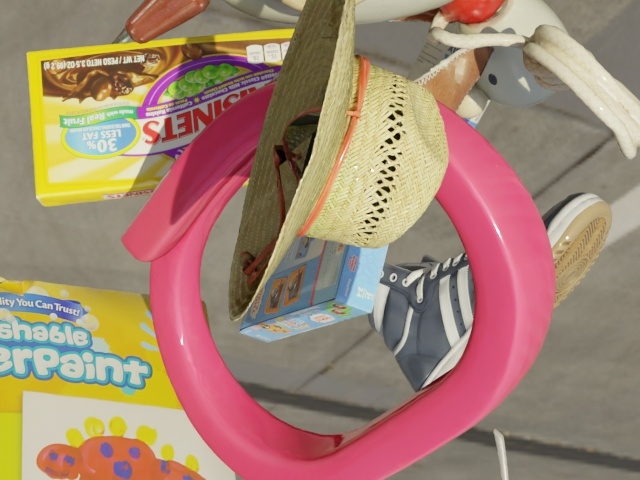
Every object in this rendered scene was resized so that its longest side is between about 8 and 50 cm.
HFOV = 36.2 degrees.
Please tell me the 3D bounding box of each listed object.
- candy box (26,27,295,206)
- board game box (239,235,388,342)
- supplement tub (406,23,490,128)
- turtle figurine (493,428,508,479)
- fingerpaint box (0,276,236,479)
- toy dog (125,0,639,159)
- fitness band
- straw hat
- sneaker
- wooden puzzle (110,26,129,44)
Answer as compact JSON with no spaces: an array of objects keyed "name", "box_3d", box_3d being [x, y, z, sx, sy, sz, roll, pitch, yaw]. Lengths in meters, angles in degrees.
[{"name":"candy box","box_3d":[-0.090,-0.085,0.663,0.206,0.105,0.027,-6,171,-4]},{"name":"board game box","box_3d":[0.000,0.000,0.873,0.039,0.160,0.211,23,160,-21]},{"name":"supplement tub","box_3d":[0.115,-0.143,0.795,0.071,0.107,0.071,26,-166,-7]},{"name":"turtle figurine","box_3d":[0.198,0.428,1.180,0.266,0.275,0.198,45,-170,9]},{"name":"fingerpaint box","box_3d":[-0.286,0.216,0.738,0.445,0.371,0.163,10,144,-37]},{"name":"toy dog","box_3d":[0.020,-0.131,0.578,0.333,0.220,0.161,34,112,-28]},{"name":"fitness band","box_3d":[-0.003,0.031,0.542,0.209,0.054,0.291,52,134,5]},{"name":"straw hat","box_3d":[0.014,-0.032,0.369,0.061,0.144,0.144,16,154,-11]},{"name":"sneaker","box_3d":[0.146,0.031,0.947,0.099,0.153,0.282,-3,135,-44]},{"name":"wooden puzzle","box_3d":[-0.165,-0.161,0.799,0.006,0.083,0.049,38,-172,-19]}]
